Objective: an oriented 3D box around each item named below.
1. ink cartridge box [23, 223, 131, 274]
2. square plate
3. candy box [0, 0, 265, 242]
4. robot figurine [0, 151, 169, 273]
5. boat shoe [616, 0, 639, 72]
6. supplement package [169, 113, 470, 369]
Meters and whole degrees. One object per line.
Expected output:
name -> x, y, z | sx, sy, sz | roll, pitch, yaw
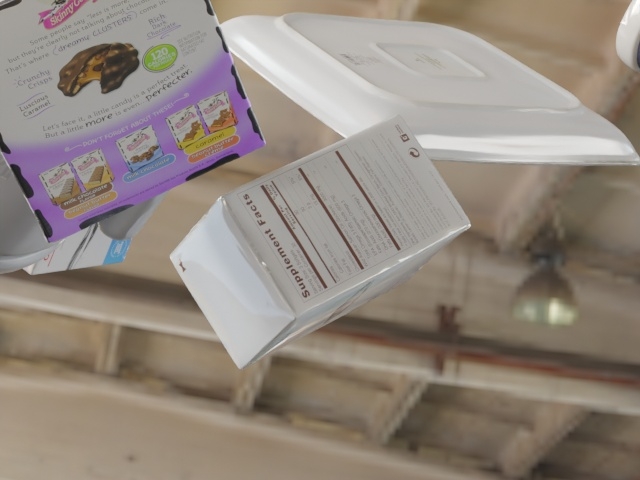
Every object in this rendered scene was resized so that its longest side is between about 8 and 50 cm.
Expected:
ink cartridge box -> -0.264, -0.026, 1.852 | 0.060, 0.104, 0.180 | 34, 23, 27
square plate -> 0.110, -0.166, 1.879 | 0.344, 0.049, 0.347 | 0, 25, -34
candy box -> -0.145, -0.115, 1.181 | 0.165, 0.070, 0.196 | -24, -45, -5
robot figurine -> -0.267, -0.100, 1.553 | 0.300, 0.199, 0.353 | 30, -42, -15
boat shoe -> 0.442, -0.233, 1.632 | 0.158, 0.340, 0.127 | 48, -10, 35
supplement package -> 0.000, 0.000, 1.323 | 0.179, 0.105, 0.105 | -27, -10, -34
